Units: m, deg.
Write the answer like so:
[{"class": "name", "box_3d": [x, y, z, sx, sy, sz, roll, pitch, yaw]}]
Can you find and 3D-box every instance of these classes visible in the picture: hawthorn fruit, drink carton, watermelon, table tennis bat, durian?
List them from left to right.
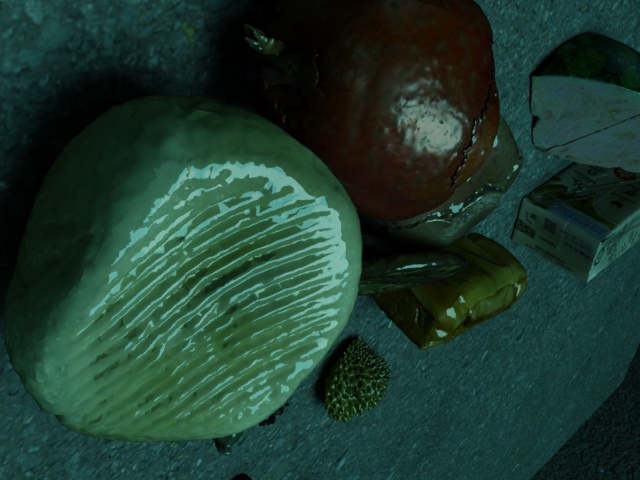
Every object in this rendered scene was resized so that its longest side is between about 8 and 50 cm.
[{"class": "table tennis bat", "box_3d": [0.000, 0.000, 1.132, 0.237, 0.149, 0.038, 21, 73, -40]}, {"class": "hawthorn fruit", "box_3d": [0.036, -0.173, 0.888, 0.307, 0.276, 0.276, 17, 107, -39]}, {"class": "durian", "box_3d": [0.073, 0.271, 1.517, 0.146, 0.102, 0.208, -54, 154, -13]}, {"class": "drink carton", "box_3d": [0.592, -0.063, 1.808, 0.325, 0.194, 0.132, -30, 140, -35]}, {"class": "watermelon", "box_3d": [0.551, -0.286, 1.592, 0.292, 0.319, 0.222, 80, 18, -58]}]

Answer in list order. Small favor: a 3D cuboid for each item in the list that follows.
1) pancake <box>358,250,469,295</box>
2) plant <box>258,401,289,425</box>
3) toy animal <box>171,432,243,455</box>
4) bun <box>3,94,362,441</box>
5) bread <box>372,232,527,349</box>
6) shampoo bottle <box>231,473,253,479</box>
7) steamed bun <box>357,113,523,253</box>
[{"class": "pancake", "box_3d": [0.067, 0.054, 1.178, 0.288, 0.286, 0.033, 18, 63, -71]}, {"class": "plant", "box_3d": [-0.099, 0.223, 1.256, 0.174, 0.087, 0.085, 62, 37, -62]}, {"class": "toy animal", "box_3d": [-0.144, 0.161, 1.126, 0.108, 0.138, 0.236, 8, 93, -12]}, {"class": "bun", "box_3d": [-0.141, 0.023, 0.834, 0.349, 0.227, 0.352, -29, 128, -12]}, {"class": "bread", "box_3d": [0.238, 0.081, 1.486, 0.294, 0.167, 0.132, -17, 133, -45]}, {"class": "shampoo bottle", "box_3d": [-0.072, 0.506, 1.383, 0.102, 0.260, 0.064, -46, 149, -13]}, {"class": "steamed bun", "box_3d": [0.157, -0.095, 1.168, 0.251, 0.199, 0.301, -50, 150, -7]}]
